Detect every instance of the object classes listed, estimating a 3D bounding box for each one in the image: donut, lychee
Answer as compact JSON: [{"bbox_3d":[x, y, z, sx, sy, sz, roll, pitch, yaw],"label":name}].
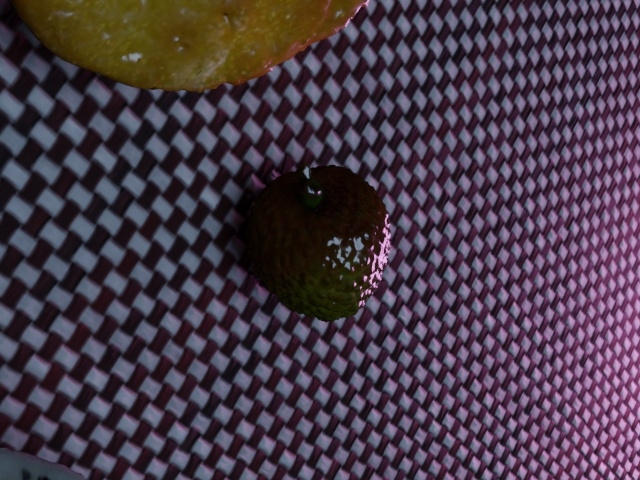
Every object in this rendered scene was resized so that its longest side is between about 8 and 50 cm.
[{"bbox_3d":[-0.078,-0.240,0.589,0.302,0.110,0.303,-16,130,-19],"label":"donut"},{"bbox_3d":[0.000,0.000,0.783,0.114,0.114,0.146,-45,143,-28],"label":"lychee"}]

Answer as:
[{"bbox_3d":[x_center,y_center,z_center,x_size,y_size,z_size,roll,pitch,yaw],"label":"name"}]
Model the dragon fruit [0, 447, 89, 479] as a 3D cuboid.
[{"bbox_3d":[-0.227,0.259,0.569,0.283,0.204,0.221,-56,172,-33],"label":"dragon fruit"}]
